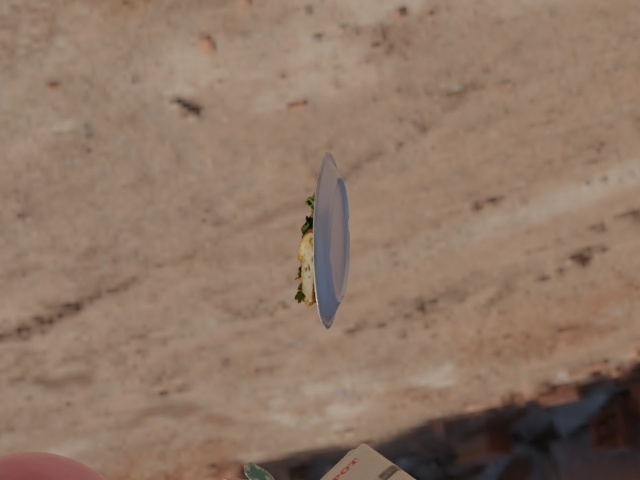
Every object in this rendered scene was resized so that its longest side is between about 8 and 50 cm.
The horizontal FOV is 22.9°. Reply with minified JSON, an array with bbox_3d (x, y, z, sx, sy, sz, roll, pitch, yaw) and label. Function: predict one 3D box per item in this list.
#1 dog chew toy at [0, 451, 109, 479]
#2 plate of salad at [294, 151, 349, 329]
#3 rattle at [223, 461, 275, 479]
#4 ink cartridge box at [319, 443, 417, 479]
[{"bbox_3d":[-0.291,0.336,1.343,0.207,0.332,0.206,19,134,20],"label":"dog chew toy"},{"bbox_3d":[0.000,0.000,1.768,0.048,0.200,0.200,0,158,10],"label":"plate of salad"},{"bbox_3d":[0.019,0.275,1.524,0.143,0.199,0.130,-31,152,-13],"label":"rattle"},{"bbox_3d":[0.060,0.378,1.883,0.198,0.115,0.273,-42,-160,-10],"label":"ink cartridge box"}]
